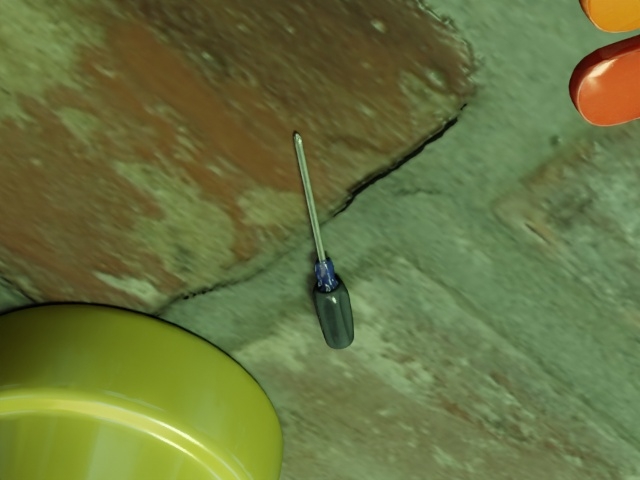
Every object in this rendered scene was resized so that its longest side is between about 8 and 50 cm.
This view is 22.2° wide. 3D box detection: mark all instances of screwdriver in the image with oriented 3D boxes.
[{"bbox_3d":[0.000,0.000,1.010,0.024,0.025,0.170,-1,126,13],"label":"screwdriver"}]

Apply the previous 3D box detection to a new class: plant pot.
[{"bbox_3d":[-0.167,0.211,1.092,0.254,0.239,0.254,6,135,6],"label":"plant pot"}]

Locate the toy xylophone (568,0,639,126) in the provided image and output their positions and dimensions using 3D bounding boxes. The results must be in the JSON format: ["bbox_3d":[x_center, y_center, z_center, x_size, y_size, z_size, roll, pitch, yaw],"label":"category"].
[{"bbox_3d":[0.224,-0.161,0.681,0.236,0.081,0.323,-13,130,-6],"label":"toy xylophone"}]
